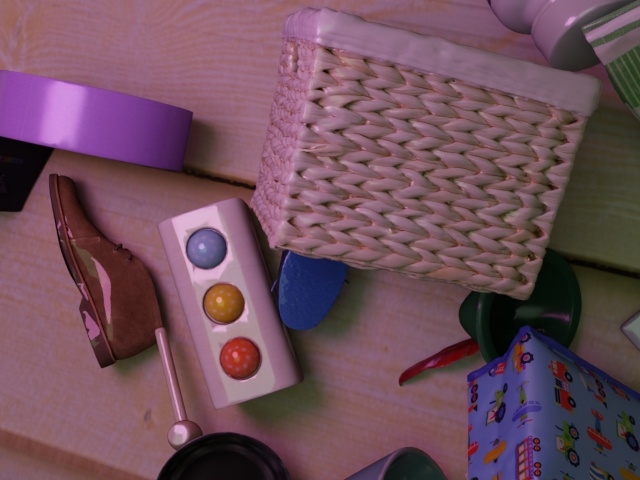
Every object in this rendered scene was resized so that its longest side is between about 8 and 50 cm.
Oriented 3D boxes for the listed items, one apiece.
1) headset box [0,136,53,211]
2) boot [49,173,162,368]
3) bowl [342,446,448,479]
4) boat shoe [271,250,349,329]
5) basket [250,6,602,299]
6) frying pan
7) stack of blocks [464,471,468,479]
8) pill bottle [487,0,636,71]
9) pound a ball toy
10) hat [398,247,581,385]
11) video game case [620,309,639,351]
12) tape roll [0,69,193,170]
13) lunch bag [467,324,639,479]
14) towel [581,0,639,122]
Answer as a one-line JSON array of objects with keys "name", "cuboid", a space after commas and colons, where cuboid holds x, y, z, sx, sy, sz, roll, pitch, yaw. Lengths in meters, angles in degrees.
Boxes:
[{"name": "headset box", "cuboid": [-0.580, -0.161, 1.486, 0.283, 0.246, 0.131, 33, 99, 14]}, {"name": "boot", "cuboid": [-0.329, 0.032, 1.499, 0.115, 0.112, 0.305, -21, 82, -10]}, {"name": "bowl", "cuboid": [0.066, 0.431, 1.261, 0.163, 0.311, 0.311, -15, 85, 26]}, {"name": "boat shoe", "cuboid": [0.000, 0.000, 1.387, 0.109, 0.089, 0.258, 18, 85, -9]}, {"name": "basket", "cuboid": [0.103, -0.113, 1.189, 0.332, 0.328, 0.266, 10, 100, -11]}, {"name": "frying pan", "cuboid": [-0.076, 0.339, 1.383, 0.326, 0.053, 0.197, -22, 93, -10]}, {"name": "stack of blocks", "cuboid": [0.308, 0.413, 1.242, 0.087, 0.171, 0.297, -33, 62, 14]}, {"name": "pill bottle", "cuboid": [0.266, -0.368, 1.216, 0.176, 0.176, 0.318, -31, 65, 15]}, {"name": "pound a ball toy", "cuboid": [-0.158, 0.123, 1.388, 0.208, 0.136, 0.319, -18, 84, 3]}, {"name": "hat", "cuboid": [0.215, 0.093, 1.340, 0.184, 0.209, 0.172, 9, 121, 58]}, {"name": "video game case", "cuboid": [0.600, 0.116, 1.223, 0.329, 0.036, 0.300, -43, 78, 13]}, {"name": "tape roll", "cuboid": [-0.322, -0.166, 1.388, 0.275, 0.275, 0.090, 13, 94, 17]}, {"name": "lunch bag", "cuboid": [0.331, 0.268, 1.175, 0.293, 0.220, 0.138, 23, 136, -16]}, {"name": "towel", "cuboid": [0.479, -0.177, 1.131, 0.248, 0.038, 0.325, -25, 127, 29]}]
